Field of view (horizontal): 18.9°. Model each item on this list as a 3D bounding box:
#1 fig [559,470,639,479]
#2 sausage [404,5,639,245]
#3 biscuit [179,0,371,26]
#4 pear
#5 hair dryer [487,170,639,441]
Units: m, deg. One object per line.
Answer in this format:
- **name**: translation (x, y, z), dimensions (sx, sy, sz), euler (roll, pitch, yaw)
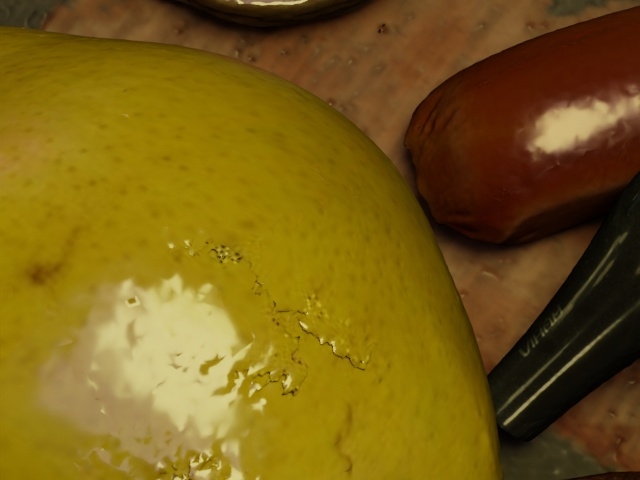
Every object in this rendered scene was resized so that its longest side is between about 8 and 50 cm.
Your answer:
- **fig**: translation (0.131, 0.199, 0.777), dimensions (0.146, 0.134, 0.201), euler (-9, 97, 22)
- **sausage**: translation (0.185, -0.072, 0.866), dimensions (0.300, 0.083, 0.089), euler (-16, 84, -8)
- **biscuit**: translation (-0.015, -0.191, 0.899), dimensions (0.181, 0.049, 0.208), euler (41, 75, 7)
- **pear**: translation (-0.089, 0.053, 0.724), dimensions (0.284, 0.285, 0.336), euler (-19, 44, -11)
- **hair dryer**: translation (0.163, 0.054, 0.751), dimensions (0.075, 0.219, 0.195), euler (31, 111, -34)
